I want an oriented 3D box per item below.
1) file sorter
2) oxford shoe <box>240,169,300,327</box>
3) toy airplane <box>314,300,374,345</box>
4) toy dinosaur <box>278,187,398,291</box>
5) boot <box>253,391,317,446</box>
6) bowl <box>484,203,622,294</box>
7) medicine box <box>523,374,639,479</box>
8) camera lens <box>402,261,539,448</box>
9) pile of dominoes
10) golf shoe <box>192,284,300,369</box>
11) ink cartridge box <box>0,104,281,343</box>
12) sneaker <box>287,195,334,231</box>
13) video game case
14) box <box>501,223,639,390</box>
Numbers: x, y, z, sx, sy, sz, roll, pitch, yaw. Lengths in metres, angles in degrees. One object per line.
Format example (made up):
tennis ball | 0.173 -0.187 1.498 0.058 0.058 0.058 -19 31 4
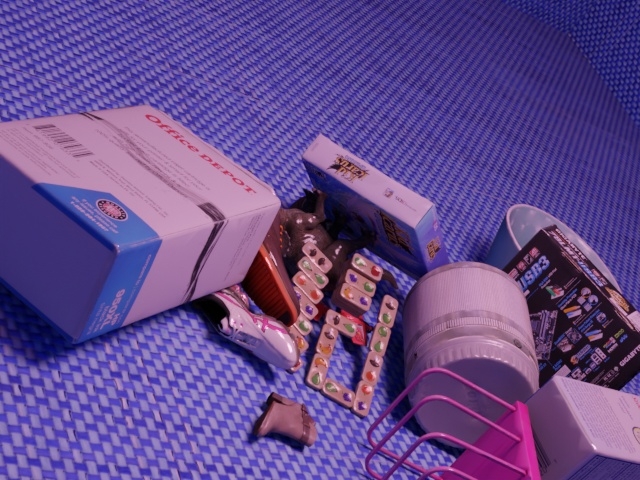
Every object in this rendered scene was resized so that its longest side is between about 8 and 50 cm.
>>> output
file sorter | 0.177 0.354 1.700 0.182 0.202 0.291 29 30 -17
oxford shoe | -0.087 0.005 1.880 0.098 0.097 0.271 -20 79 -37
toy airplane | 0.033 0.130 2.031 0.151 0.028 0.151 31 24 -15
toy dinosaur | -0.010 0.012 2.055 0.313 0.160 0.121 38 -8 -25
boot | -0.046 0.267 1.722 0.087 0.042 0.118 39 28 -8
bowl | 0.453 0.092 2.461 0.311 0.163 0.312 29 29 -19
medicine box | 0.402 0.368 1.889 0.289 0.263 0.149 17 36 -37
camera lens | 0.249 0.184 2.012 0.219 0.219 0.274 31 29 -17
pile of dominoes | 0.032 0.130 1.921 0.196 0.040 0.251 31 51 -16
golf shoe | -0.115 0.136 1.805 0.186 0.068 0.086 38 32 17
ink cartridge box | -0.286 -0.040 1.687 0.285 0.166 0.395 37 26 19
sneaker | 0.000 0.000 2.131 0.066 0.071 0.188 -1 48 -52
video game case | 0.100 -0.043 2.088 0.244 0.061 0.269 32 -14 24
box | 0.411 0.176 2.146 0.293 0.295 0.073 50 29 19
